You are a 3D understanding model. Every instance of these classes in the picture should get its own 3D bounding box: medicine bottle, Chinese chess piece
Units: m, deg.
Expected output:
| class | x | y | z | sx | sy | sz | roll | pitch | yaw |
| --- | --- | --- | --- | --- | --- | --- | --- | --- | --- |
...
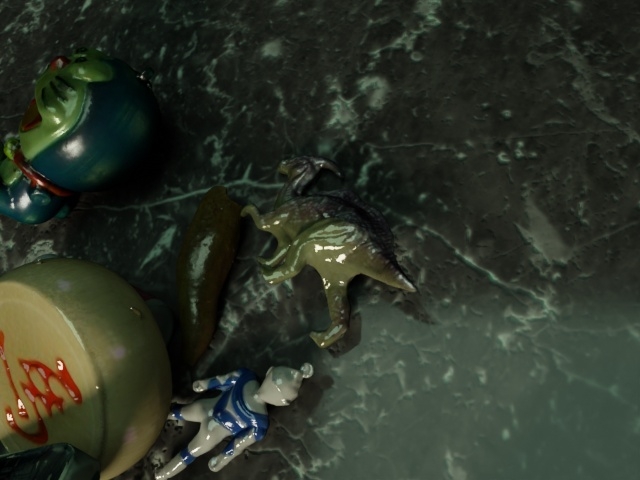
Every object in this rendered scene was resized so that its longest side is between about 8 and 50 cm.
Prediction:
| class | x | y | z | sx | sy | sz | roll | pitch | yaw |
| --- | --- | --- | --- | --- | --- | --- | --- | --- | --- |
| medicine bottle | -0.301 | 0.085 | 0.832 | 0.216 | 0.090 | 0.091 | 21 | 76 | 26 |
| Chinese chess piece | -0.296 | 0.151 | 0.728 | 0.273 | 0.102 | 0.274 | 8 | 105 | 31 |

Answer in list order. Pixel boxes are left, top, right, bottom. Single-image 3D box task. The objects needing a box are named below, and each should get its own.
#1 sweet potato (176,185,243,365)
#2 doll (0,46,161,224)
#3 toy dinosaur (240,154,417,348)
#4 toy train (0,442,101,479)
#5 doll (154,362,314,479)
| class | x | y | z | sx | sy | sz | roll | pitch | yaw |
| --- | --- | --- | --- | --- | --- | --- | --- | --- | --- |
| sweet potato | -0.150 | 0.038 | 0.811 | 0.077 | 0.077 | 0.244 | 3 | 68 | 20 |
| doll | -0.360 | -0.145 | 0.903 | 0.321 | 0.186 | 0.199 | -35 | 40 | 17 |
| toy dinosaur | -0.003 | -0.004 | 0.776 | 0.162 | 0.077 | 0.294 | -38 | 61 | 0 |
| toy train | -0.310 | 0.276 | 0.643 | 0.406 | 0.088 | 0.087 | -25 | 32 | 44 |
| doll | -0.102 | 0.204 | 0.735 | 0.227 | 0.057 | 0.114 | -28 | 55 | 16 |
